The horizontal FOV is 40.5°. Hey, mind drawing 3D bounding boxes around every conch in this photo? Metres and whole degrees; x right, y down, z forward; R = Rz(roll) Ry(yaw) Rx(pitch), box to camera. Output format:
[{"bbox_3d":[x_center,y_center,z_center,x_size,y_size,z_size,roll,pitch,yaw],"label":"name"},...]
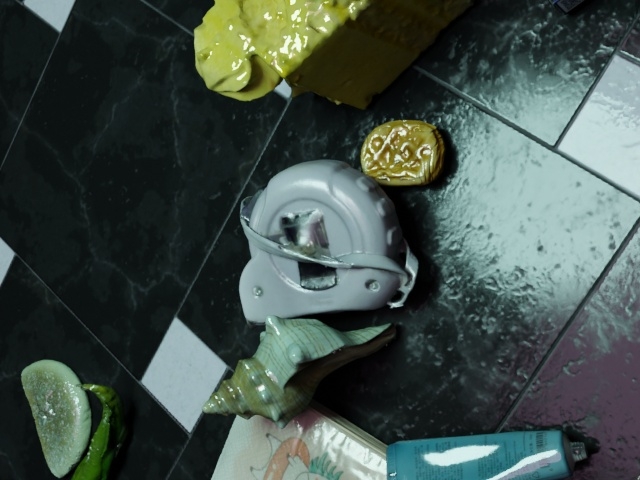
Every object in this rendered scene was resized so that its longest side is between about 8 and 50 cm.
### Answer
[{"bbox_3d":[-0.038,0.139,1.039,0.234,0.137,0.114,-42,69,4],"label":"conch"}]

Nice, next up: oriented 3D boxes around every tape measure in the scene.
[{"bbox_3d":[0.000,0.000,1.071,0.236,0.120,0.197,-9,98,28],"label":"tape measure"}]

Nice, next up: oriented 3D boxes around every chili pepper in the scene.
[{"bbox_3d":[-0.365,0.370,1.320,0.085,0.076,0.359,24,105,13],"label":"chili pepper"}]

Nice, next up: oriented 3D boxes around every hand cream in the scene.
[{"bbox_3d":[0.180,0.250,0.961,0.224,0.048,0.083,-13,55,19],"label":"hand cream"}]

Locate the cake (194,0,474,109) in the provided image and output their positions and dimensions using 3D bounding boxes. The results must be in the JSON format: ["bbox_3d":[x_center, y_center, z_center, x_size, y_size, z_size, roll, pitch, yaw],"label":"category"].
[{"bbox_3d":[-0.009,-0.290,1.040,0.286,0.227,0.222,-42,67,24],"label":"cake"}]

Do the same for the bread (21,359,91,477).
[{"bbox_3d":[-0.415,0.269,1.382,0.112,0.036,0.192,-33,70,26],"label":"bread"}]

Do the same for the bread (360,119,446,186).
[{"bbox_3d":[0.101,-0.106,1.065,0.111,0.044,0.083,1,84,32],"label":"bread"}]

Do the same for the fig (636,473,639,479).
[{"bbox_3d":[0.390,0.344,0.824,0.151,0.151,0.259,-29,44,28],"label":"fig"}]

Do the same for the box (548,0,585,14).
[{"bbox_3d":[0.320,-0.385,0.923,0.259,0.071,0.168,-34,71,28],"label":"box"}]

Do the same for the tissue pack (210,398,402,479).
[{"bbox_3d":[0.021,0.314,1.071,0.325,0.071,0.170,27,96,32],"label":"tissue pack"}]
